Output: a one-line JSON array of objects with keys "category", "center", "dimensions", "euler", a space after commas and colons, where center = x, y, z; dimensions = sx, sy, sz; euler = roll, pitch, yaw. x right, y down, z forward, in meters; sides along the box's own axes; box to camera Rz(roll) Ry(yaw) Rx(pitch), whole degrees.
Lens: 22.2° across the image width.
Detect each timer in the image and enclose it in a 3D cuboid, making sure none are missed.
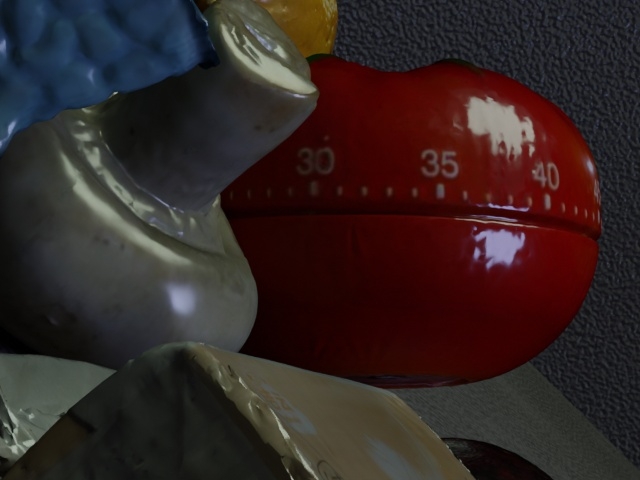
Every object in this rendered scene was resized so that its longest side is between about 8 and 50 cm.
[{"category": "timer", "center": [0.057, -0.010, 1.436], "dimensions": [0.378, 0.378, 0.279], "euler": [24, 66, -68]}]

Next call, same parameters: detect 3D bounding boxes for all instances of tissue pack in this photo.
[{"category": "tissue pack", "center": [-0.067, 0.144, 0.835], "dimensions": [0.238, 0.238, 0.305], "euler": [50, 9, 21]}]

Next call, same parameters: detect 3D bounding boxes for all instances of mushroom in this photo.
[{"category": "mushroom", "center": [-0.129, -0.052, 1.188], "dimensions": [0.292, 0.290, 0.292], "euler": [45, 13, -14]}]

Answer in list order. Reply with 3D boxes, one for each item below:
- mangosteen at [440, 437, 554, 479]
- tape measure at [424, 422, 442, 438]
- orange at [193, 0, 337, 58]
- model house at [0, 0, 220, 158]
[{"category": "mangosteen", "center": [0.067, 0.253, 1.102], "dimensions": [0.265, 0.228, 0.228], "euler": [-12, 46, -30]}, {"category": "tape measure", "center": [0.092, 0.252, 1.427], "dimensions": [0.265, 0.130, 0.258], "euler": [41, 6, 2]}, {"category": "orange", "center": [-0.150, -0.232, 1.742], "dimensions": [0.340, 0.340, 0.293], "euler": [47, -5, 1]}, {"category": "model house", "center": [-0.300, -0.210, 1.023], "dimensions": [0.360, 0.339, 0.297], "euler": [49, -17, 59]}]
